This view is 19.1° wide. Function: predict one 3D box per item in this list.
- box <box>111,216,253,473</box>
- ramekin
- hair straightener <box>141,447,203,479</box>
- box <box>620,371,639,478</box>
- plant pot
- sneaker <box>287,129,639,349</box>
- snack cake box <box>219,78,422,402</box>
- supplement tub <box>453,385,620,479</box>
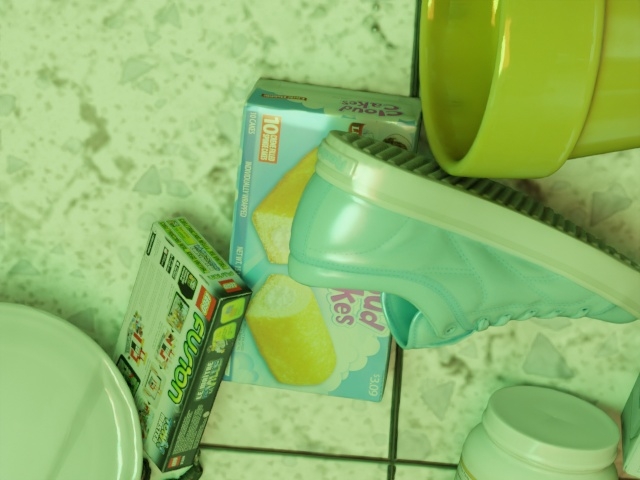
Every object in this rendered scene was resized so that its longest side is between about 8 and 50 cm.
[{"bbox_3d":[-0.133,0.095,1.703,0.114,0.036,0.207,46,130,34],"label":"box"},{"bbox_3d":[-0.305,0.189,1.714,0.272,0.127,0.273,1,88,-20],"label":"ramekin"},{"bbox_3d":[-0.203,0.263,1.820,0.089,0.047,0.230,44,108,-10],"label":"hair straightener"},{"bbox_3d":[0.427,0.129,1.663,0.262,0.127,0.231,20,110,-1],"label":"box"},{"bbox_3d":[0.223,-0.170,1.528,0.239,0.254,0.254,3,111,-12],"label":"plant pot"},{"bbox_3d":[0.123,0.027,1.605,0.366,0.135,0.150,21,103,-29],"label":"sneaker"},{"bbox_3d":[0.000,0.000,1.683,0.152,0.089,0.264,8,110,4],"label":"snack cake box"},{"bbox_3d":[0.187,0.247,1.721,0.144,0.144,0.200,14,110,1],"label":"supplement tub"}]
